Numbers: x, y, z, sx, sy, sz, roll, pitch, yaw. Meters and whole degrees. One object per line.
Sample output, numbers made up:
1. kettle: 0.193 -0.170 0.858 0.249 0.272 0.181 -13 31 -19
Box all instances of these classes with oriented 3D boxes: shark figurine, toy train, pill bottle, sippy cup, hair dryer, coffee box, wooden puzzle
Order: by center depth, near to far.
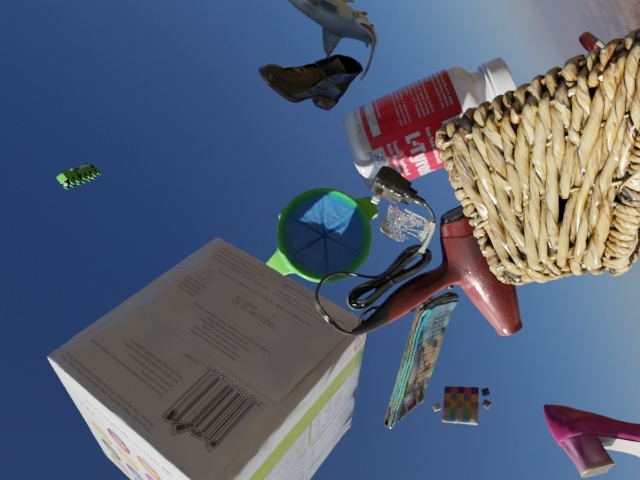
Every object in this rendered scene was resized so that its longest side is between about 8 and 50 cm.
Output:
1. toy train: -0.329 -0.090 0.678 0.024 0.017 0.083 54 -165 -12
2. hair dryer: 0.154 0.049 0.681 0.293 0.224 0.080 23 -174 -9
3. wooden puzzle: 0.195 0.227 0.686 0.006 0.083 0.050 42 -129 -42
4. coffee box: -0.163 0.266 0.846 0.338 0.337 0.335 -42 -32 -37
5. shark figurine: 0.043 -0.416 1.000 0.166 0.116 0.278 -15 -129 -45
6. pill bottle: 0.280 -0.295 1.261 0.229 0.407 0.229 58 -160 -34
7. sippy cup: 0.000 0.000 1.298 0.224 0.305 0.240 126 146 -81

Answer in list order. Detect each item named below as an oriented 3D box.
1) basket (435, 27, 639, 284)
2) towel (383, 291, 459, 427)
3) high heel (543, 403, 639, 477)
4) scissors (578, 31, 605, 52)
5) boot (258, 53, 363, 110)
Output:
1. basket: 0.303 -0.088 0.502 0.299 0.223 0.214 -29 -84 -44
2. towel: 0.298 0.336 1.437 0.271 0.040 0.371 -3 -70 -57
3. high heel: 0.494 0.300 0.812 0.082 0.243 0.117 86 169 -45
4. scissors: 0.563 -0.278 0.878 0.296 0.021 0.109 16 -130 -27
5. boot: -0.013 -0.309 0.906 0.219 0.106 0.082 -8 -115 -55
